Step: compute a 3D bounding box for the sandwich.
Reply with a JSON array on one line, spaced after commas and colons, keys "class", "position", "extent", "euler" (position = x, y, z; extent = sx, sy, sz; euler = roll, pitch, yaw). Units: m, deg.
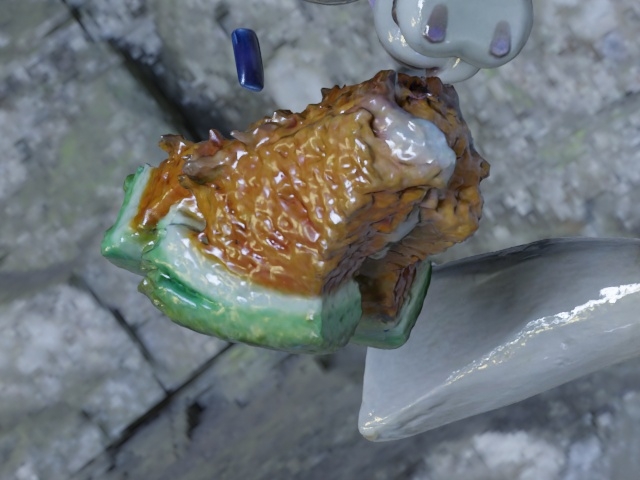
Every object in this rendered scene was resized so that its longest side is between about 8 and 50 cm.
[{"class": "sandwich", "position": [0.000, 0.000, 0.964], "extent": [0.301, 0.250, 0.162], "euler": [-46, 28, 53]}]

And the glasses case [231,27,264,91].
[{"class": "glasses case", "position": [-0.087, -0.223, 1.711], "extent": [0.034, 0.083, 0.023], "euler": [6, -25, -39]}]

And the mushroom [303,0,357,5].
[{"class": "mushroom", "position": [-0.008, -0.303, 1.258], "extent": [0.195, 0.188, 0.254], "euler": [-7, 2, 33]}]

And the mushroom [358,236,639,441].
[{"class": "mushroom", "position": [0.215, 0.073, 1.375], "extent": [0.407, 0.137, 0.154], "euler": [-20, 50, 21]}]

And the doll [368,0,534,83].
[{"class": "doll", "position": [0.204, -0.366, 2.246], "extent": [0.215, 0.226, 0.370], "euler": [-2, -6, -11]}]
